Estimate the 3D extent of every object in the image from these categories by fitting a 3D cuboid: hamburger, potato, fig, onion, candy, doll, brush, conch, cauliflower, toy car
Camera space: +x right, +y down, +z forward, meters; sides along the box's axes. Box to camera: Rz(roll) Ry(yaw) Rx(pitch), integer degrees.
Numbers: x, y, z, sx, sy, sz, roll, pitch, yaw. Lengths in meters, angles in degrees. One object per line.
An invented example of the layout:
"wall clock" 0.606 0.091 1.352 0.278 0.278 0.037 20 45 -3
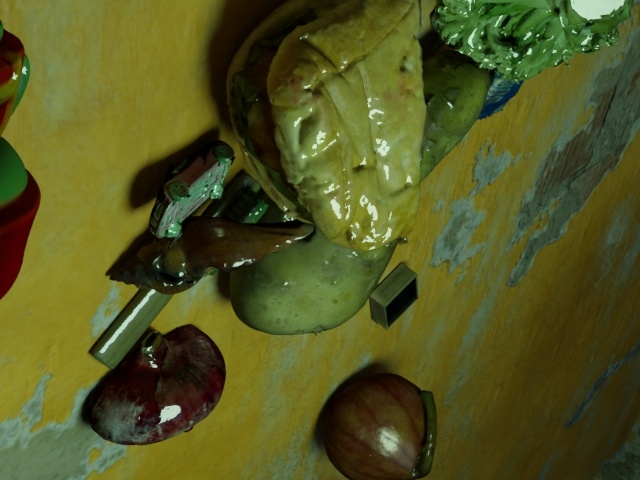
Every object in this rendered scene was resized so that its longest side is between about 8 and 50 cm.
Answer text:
"hamburger" -0.005 -0.149 1.563 0.209 0.162 0.330 -13 111 -41
"potato" 0.000 0.000 1.807 0.191 0.141 0.296 14 127 -27
"fig" 0.105 0.314 2.365 0.205 0.205 0.205 -40 153 -26
"onion" -0.186 0.186 1.792 0.206 0.098 0.151 -34 150 -36
"candy" 0.267 -0.225 2.123 0.088 0.038 0.136 -22 151 -43
"potato" 0.126 -0.155 1.881 0.251 0.113 0.149 -52 157 -14
"doll" -0.324 -0.016 1.206 0.182 0.160 0.363 -33 150 -51
"brush" -0.161 0.041 1.714 0.282 0.048 0.054 -49 152 -5
"conch" -0.125 0.004 1.643 0.232 0.080 0.086 -22 -164 2
"cauliflower" 0.270 -0.309 1.738 0.275 0.250 0.272 -13 118 -30
"toy car" -0.146 -0.059 1.593 0.142 0.055 0.069 -45 165 -41

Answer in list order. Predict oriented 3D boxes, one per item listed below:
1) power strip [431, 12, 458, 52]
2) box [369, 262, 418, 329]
"power strip" 0.211 -0.335 1.888 0.227 0.029 0.080 -52 157 -4
"box" 0.115 0.089 2.269 0.079 0.035 0.083 -44 153 -19
